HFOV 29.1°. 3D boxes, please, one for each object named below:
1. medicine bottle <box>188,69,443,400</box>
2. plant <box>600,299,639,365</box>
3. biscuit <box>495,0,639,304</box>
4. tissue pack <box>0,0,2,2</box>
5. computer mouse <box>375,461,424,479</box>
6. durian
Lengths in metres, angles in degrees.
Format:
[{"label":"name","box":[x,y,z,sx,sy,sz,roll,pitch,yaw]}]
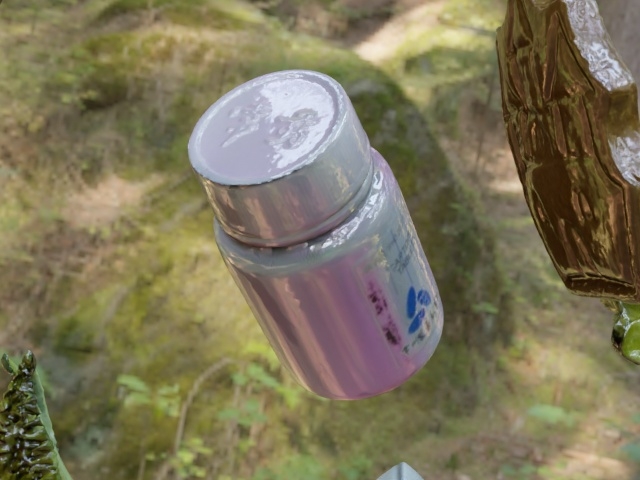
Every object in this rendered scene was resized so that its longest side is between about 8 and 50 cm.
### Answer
[{"label":"medicine bottle","box":[0.000,0.000,0.981,0.152,0.152,0.255,11,-38,32]},{"label":"plant","box":[0.393,0.120,1.048,0.297,0.261,0.305,-2,-21,43]},{"label":"biscuit","box":[0.144,-0.068,0.736,0.034,0.215,0.182,-17,3,-9]},{"label":"tissue pack","box":[-0.381,-0.298,1.003,0.264,0.417,0.253,23,-8,37]},{"label":"computer mouse","box":[0.119,0.391,1.575,0.079,0.231,0.128,-7,29,7]},{"label":"durian","box":[-0.259,0.289,1.148,0.106,0.375,0.132,-14,1,-7]}]
